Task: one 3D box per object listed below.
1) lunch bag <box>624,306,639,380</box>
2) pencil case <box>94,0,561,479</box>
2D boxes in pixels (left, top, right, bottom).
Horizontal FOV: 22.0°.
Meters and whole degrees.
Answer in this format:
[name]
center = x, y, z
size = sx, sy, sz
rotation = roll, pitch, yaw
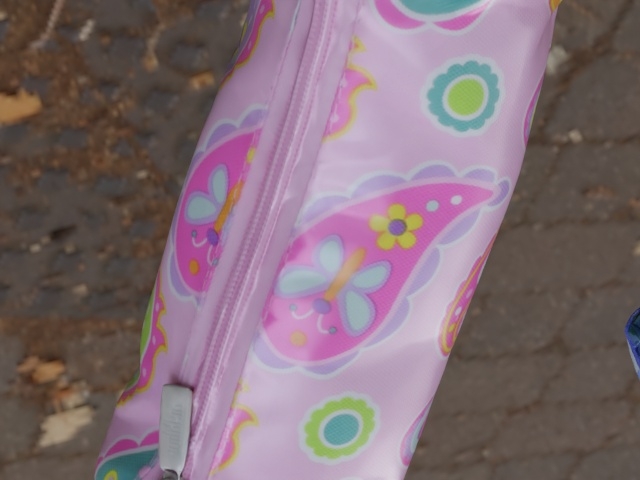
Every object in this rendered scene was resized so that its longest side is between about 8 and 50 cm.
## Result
[lunch bag]
center = 0.221, 0.099, 0.826
size = 0.096, 0.151, 0.129
rotation = -47, 153, 0
[pencil case]
center = 0.000, 0.000, 0.629
size = 0.124, 0.124, 0.284
rotation = 5, 114, -34
